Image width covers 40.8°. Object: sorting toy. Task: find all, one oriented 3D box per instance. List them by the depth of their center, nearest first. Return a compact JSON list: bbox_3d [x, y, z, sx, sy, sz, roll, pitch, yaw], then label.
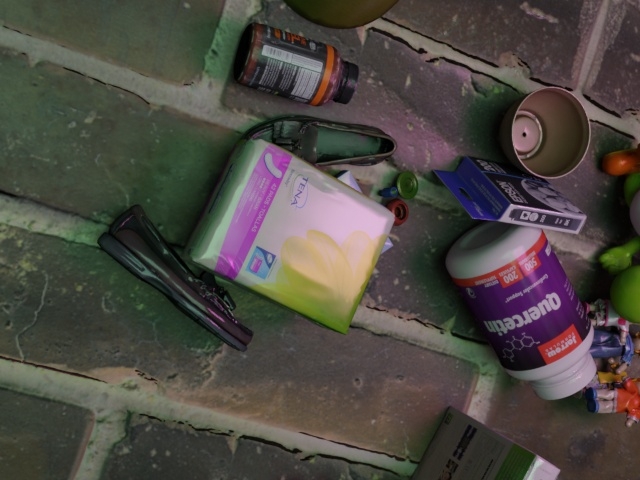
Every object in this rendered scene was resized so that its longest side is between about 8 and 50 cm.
[{"bbox_3d":[0.133,-0.077,1.537,0.061,0.042,0.102,28,73,-33],"label":"sorting toy"}]

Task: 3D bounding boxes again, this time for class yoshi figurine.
[{"bbox_3d":[0.608,0.002,1.596,0.203,0.202,0.363,-1,80,-61],"label":"yoshi figurine"}]

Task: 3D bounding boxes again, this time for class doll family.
[{"bbox_3d":[0.574,0.232,1.679,0.163,0.118,0.263,3,75,-12],"label":"doll family"}]

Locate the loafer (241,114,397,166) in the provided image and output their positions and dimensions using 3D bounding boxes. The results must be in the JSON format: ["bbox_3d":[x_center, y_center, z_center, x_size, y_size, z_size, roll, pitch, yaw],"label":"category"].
[{"bbox_3d":[0.001,-0.167,1.457,0.267,0.084,0.096,-3,95,-18],"label":"loafer"}]

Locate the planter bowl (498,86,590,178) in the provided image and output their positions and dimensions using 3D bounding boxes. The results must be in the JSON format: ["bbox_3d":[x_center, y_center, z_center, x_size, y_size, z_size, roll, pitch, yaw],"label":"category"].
[{"bbox_3d":[0.394,-0.194,1.571,0.162,0.109,0.162,-1,95,-17],"label":"planter bowl"}]

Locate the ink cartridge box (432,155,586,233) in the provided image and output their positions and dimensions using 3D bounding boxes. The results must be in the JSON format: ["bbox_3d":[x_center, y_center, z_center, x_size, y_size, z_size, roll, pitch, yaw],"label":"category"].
[{"bbox_3d":[0.326,-0.085,1.509,0.208,0.206,0.045,7,116,-18],"label":"ink cartridge box"}]

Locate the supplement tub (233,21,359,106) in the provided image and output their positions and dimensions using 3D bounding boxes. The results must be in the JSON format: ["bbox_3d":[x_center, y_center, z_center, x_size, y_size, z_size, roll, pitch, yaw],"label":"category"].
[{"bbox_3d":[-0.038,-0.285,1.425,0.197,0.106,0.106,13,90,-19],"label":"supplement tub"}]

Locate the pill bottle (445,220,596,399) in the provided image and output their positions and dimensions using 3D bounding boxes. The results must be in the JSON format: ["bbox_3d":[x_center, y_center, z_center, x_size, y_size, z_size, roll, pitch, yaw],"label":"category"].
[{"bbox_3d":[0.372,0.122,1.552,0.181,0.181,0.323,-35,104,-13],"label":"pill bottle"}]

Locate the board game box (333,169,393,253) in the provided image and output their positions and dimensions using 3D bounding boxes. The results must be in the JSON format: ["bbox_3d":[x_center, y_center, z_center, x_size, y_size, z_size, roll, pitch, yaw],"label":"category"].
[{"bbox_3d":[0.000,0.000,1.495,0.211,0.039,0.160,-35,103,-13],"label":"board game box"}]

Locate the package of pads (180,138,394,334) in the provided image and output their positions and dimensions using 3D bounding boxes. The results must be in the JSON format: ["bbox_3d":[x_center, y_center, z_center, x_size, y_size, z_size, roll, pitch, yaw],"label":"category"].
[{"bbox_3d":[-0.045,-0.011,1.394,0.296,0.101,0.229,29,80,-22],"label":"package of pads"}]

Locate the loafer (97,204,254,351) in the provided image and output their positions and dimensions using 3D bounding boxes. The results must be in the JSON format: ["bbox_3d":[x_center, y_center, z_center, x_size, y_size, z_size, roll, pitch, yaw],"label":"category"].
[{"bbox_3d":[-0.216,0.062,1.398,0.302,0.109,0.095,40,78,-14],"label":"loafer"}]

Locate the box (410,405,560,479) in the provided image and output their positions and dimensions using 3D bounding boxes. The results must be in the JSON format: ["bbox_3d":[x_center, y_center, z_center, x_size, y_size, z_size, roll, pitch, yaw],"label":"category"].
[{"bbox_3d":[0.253,0.431,1.464,0.058,0.322,0.232,31,85,-15],"label":"box"}]

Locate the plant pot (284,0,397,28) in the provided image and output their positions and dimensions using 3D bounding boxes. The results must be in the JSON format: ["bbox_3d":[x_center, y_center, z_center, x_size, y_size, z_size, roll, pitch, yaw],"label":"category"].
[{"bbox_3d":[0.076,-0.492,1.346,0.274,0.293,0.275,-2,95,-18],"label":"plant pot"}]
